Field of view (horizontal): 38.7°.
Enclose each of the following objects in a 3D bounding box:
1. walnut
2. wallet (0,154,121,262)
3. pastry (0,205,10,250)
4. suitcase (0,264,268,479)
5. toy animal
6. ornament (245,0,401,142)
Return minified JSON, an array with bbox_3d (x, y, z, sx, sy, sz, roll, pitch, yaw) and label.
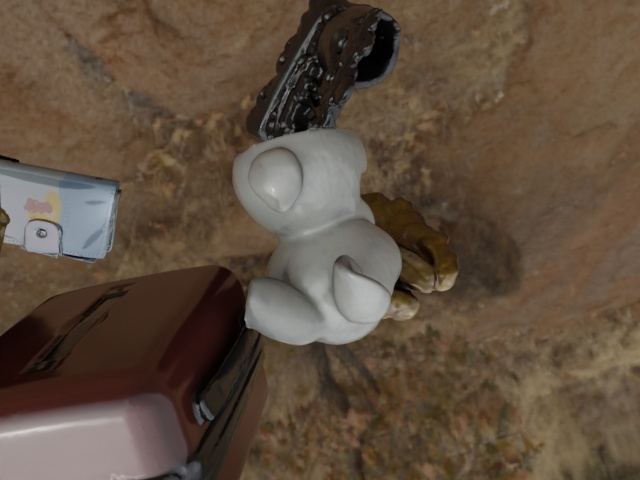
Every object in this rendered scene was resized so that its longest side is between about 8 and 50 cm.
[{"bbox_3d":[0.069,0.022,1.029,0.143,0.170,0.069,-35,146,-16],"label":"walnut"},{"bbox_3d":[-0.469,-0.054,1.584,0.231,0.069,0.170,12,112,-10],"label":"wallet"},{"bbox_3d":[-0.488,-0.014,0.961,0.285,0.315,0.184,17,175,19],"label":"pastry"},{"bbox_3d":[-0.173,0.141,0.762,0.236,0.161,0.297,-11,-166,10],"label":"suitcase"},{"bbox_3d":[-0.005,-0.005,0.811,0.128,0.193,0.178,-15,168,12],"label":"toy animal"},{"bbox_3d":[0.009,-0.162,1.044,0.106,0.260,0.251,23,112,-18],"label":"ornament"}]
